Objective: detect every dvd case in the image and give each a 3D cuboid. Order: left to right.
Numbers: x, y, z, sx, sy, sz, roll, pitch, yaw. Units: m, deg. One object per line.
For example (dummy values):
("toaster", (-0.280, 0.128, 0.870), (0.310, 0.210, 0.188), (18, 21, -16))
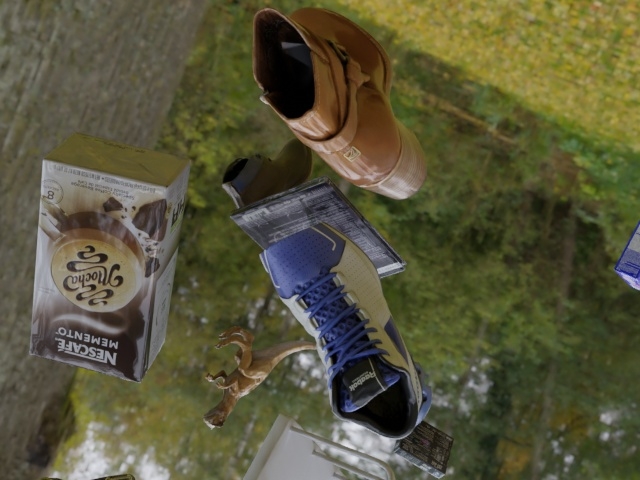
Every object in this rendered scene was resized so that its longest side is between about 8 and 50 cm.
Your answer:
("dvd case", (0.000, 0.000, 1.429), (0.164, 0.018, 0.221), (-19, 134, 28))

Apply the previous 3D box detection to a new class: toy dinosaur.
("toy dinosaur", (-0.086, 0.165, 1.320), (0.112, 0.211, 0.064), (57, 159, -10))

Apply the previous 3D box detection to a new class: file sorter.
("file sorter", (0.028, 0.369, 1.136), (0.173, 0.193, 0.278), (14, 152, 36))

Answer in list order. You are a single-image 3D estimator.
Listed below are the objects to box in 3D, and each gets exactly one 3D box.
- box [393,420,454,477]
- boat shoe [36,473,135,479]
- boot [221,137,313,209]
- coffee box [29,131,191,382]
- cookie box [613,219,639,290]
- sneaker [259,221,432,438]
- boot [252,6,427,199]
("box", (0.155, 0.305, 1.468), (0.083, 0.018, 0.067), (31, -133, -9))
("boat shoe", (-0.335, 0.337, 1.248), (0.227, 0.081, 0.069), (7, -130, -36))
("boot", (-0.079, -0.112, 1.517), (0.082, 0.219, 0.106), (-17, 126, 33))
("coffee box", (-0.288, 0.025, 1.338), (0.168, 0.297, 0.119), (13, -155, 3))
("cookie box", (0.464, 0.013, 1.381), (0.040, 0.107, 0.092), (27, 178, 37))
("sneaker", (0.046, 0.125, 1.255), (0.316, 0.127, 0.182), (58, -174, -3))
("boot", (-0.012, -0.174, 0.997), (0.220, 0.109, 0.283), (27, -144, -54))
